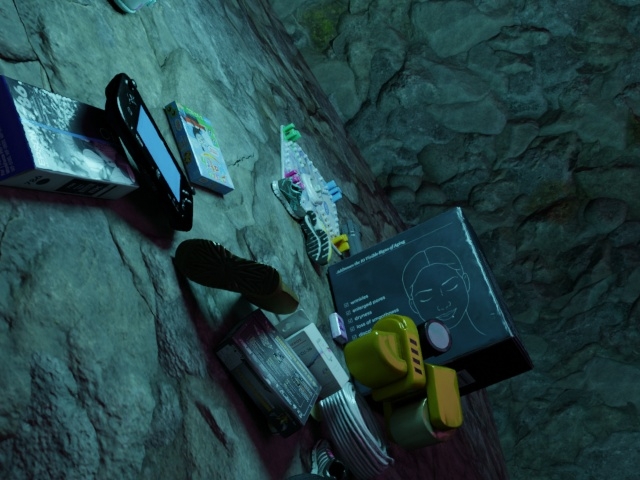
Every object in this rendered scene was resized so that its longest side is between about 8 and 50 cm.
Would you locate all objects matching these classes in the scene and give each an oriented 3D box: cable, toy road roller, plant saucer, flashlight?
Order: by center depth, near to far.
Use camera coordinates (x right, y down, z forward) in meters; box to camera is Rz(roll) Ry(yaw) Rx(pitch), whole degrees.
[{"bbox_3d":[-0.021,0.394,1.549,0.083,0.015,0.083,55,18,-28],"label":"plant saucer"},{"bbox_3d":[0.080,0.451,1.587,0.257,0.089,0.257,63,6,21],"label":"cable"},{"bbox_3d":[0.194,0.350,1.646,0.240,0.202,0.329,13,58,-32],"label":"toy road roller"},{"bbox_3d":[0.132,0.061,2.384,0.103,0.103,0.304,33,25,-28],"label":"flashlight"}]

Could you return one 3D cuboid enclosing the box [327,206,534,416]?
[{"bbox_3d":[0.324,0.233,2.018,0.297,0.480,0.472,46,24,-50],"label":"box"}]

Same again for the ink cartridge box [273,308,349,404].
[{"bbox_3d":[-0.039,0.270,1.487,0.198,0.115,0.067,57,19,3],"label":"ink cartridge box"}]

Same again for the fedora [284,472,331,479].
[{"bbox_3d":[-0.025,0.496,1.082,0.152,0.334,0.334,31,-6,37],"label":"fedora"}]

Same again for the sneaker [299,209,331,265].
[{"bbox_3d":[0.000,0.000,2.095,0.094,0.081,0.208,46,23,-50],"label":"sneaker"}]

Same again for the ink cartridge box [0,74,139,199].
[{"bbox_3d":[-0.439,-0.161,1.057,0.165,0.065,0.333,66,18,8],"label":"ink cartridge box"}]

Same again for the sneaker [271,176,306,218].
[{"bbox_3d":[-0.083,-0.135,2.056,0.166,0.076,0.065,51,22,-37],"label":"sneaker"}]

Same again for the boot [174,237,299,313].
[{"bbox_3d":[-0.172,0.091,1.397,0.269,0.236,0.089,74,39,-76],"label":"boot"}]

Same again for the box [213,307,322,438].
[{"bbox_3d":[-0.104,0.270,1.357,0.231,0.056,0.183,52,17,-3],"label":"box"}]

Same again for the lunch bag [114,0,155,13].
[{"bbox_3d":[-0.493,-0.700,1.623,0.224,0.108,0.279,55,19,-36],"label":"lunch bag"}]

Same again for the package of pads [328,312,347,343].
[{"bbox_3d":[0.052,0.262,1.937,0.050,0.032,0.083,47,23,-46],"label":"package of pads"}]

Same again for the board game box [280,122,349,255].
[{"bbox_3d":[-0.019,-0.195,2.382,0.390,0.050,0.390,52,21,-35],"label":"board game box"}]

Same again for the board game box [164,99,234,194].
[{"bbox_3d":[-0.298,-0.227,1.615,0.160,0.039,0.211,20,47,-67],"label":"board game box"}]

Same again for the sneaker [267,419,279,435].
[{"bbox_3d":[-0.093,0.372,1.356,0.083,0.032,0.037,-69,147,-65],"label":"sneaker"}]

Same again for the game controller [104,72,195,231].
[{"bbox_3d":[-0.325,-0.164,1.270,0.166,0.067,0.319,-116,-178,-51],"label":"game controller"}]

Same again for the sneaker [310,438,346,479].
[{"bbox_3d":[0.022,0.494,1.423,0.063,0.075,0.170,58,17,-16],"label":"sneaker"}]
